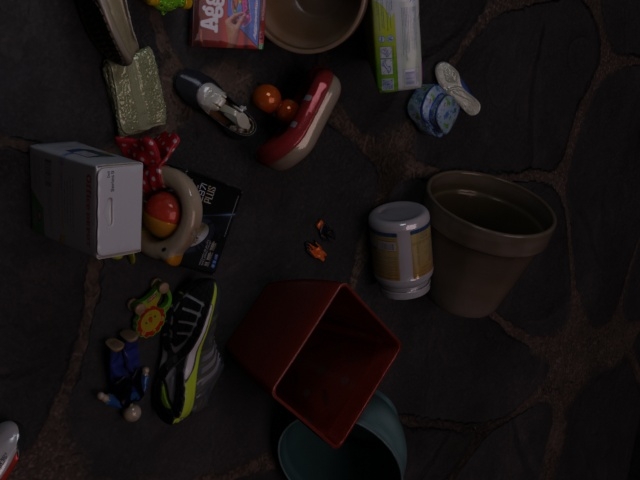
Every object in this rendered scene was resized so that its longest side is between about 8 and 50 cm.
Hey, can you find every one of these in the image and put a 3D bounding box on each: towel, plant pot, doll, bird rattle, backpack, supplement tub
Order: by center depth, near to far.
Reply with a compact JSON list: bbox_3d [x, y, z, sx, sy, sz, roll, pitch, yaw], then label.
[{"bbox_3d":[-0.290,-0.065,1.719,0.253,0.207,0.143,-62,154,4],"label":"bird rattle"},{"bbox_3d":[-0.330,-0.266,1.724,0.110,0.027,0.148,-28,122,-36],"label":"towel"},{"bbox_3d":[-0.375,0.269,1.843,0.129,0.046,0.189,-33,131,-44],"label":"doll"},{"bbox_3d":[-0.015,-0.483,1.854,0.110,0.237,0.237,-43,138,-68],"label":"plant pot"},{"bbox_3d":[-0.036,0.232,2.027,0.267,0.236,0.267,-56,133,-15],"label":"plant pot"},{"bbox_3d":[0.072,0.454,2.206,0.196,0.293,0.293,-57,141,-54],"label":"plant pot"},{"bbox_3d":[0.189,0.023,2.242,0.144,0.144,0.200,-26,121,-36],"label":"supplement tub"},{"bbox_3d":[0.266,-0.309,2.251,0.114,0.084,0.105,41,72,-41],"label":"backpack"},{"bbox_3d":[0.376,0.022,2.346,0.323,0.323,0.280,-15,131,-41],"label":"plant pot"}]

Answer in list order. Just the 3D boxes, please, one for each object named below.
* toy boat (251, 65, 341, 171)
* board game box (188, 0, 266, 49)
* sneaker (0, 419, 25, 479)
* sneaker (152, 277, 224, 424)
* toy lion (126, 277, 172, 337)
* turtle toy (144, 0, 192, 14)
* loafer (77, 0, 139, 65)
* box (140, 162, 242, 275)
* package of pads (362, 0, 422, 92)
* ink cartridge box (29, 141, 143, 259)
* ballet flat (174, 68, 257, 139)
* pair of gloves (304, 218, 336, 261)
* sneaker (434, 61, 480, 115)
[{"bbox_3d":[-0.070,-0.257,1.924,0.151,0.151,0.231,29,81,-15],"label":"toy boat"},{"bbox_3d":[-0.168,-0.499,1.776,0.145,0.027,0.281,-3,106,-24],"label":"board game box"},{"bbox_3d":[-0.626,0.392,1.609,0.270,0.090,0.145,-51,135,-16],"label":"sneaker"},{"bbox_3d":[-0.249,0.216,1.924,0.121,0.111,0.300,0,109,-55],"label":"sneaker"},{"bbox_3d":[-0.326,0.136,1.862,0.100,0.034,0.096,-44,137,-26],"label":"toy lion"},{"bbox_3d":[-0.274,-0.462,1.684,0.095,0.066,0.130,-6,107,-45],"label":"turtle toy"},{"bbox_3d":[-0.356,-0.420,1.594,0.092,0.102,0.268,-35,124,-27],"label":"loafer"},{"bbox_3d":[-0.250,-0.039,1.841,0.147,0.077,0.180,20,89,-45],"label":"box"},{"bbox_3d":[0.142,-0.448,1.952,0.101,0.296,0.229,-6,114,0],"label":"package of pads"},{"bbox_3d":[-0.391,-0.071,1.596,0.093,0.212,0.154,-11,110,-42],"label":"ink cartridge box"},{"bbox_3d":[-0.191,-0.257,1.832,0.203,0.074,0.074,40,75,-43],"label":"ballet flat"},{"bbox_3d":[0.000,0.000,2.146,0.074,0.010,0.083,40,72,-43],"label":"pair of gloves"},{"bbox_3d":[0.324,-0.365,2.315,0.058,0.084,0.152,-43,99,5],"label":"sneaker"}]
